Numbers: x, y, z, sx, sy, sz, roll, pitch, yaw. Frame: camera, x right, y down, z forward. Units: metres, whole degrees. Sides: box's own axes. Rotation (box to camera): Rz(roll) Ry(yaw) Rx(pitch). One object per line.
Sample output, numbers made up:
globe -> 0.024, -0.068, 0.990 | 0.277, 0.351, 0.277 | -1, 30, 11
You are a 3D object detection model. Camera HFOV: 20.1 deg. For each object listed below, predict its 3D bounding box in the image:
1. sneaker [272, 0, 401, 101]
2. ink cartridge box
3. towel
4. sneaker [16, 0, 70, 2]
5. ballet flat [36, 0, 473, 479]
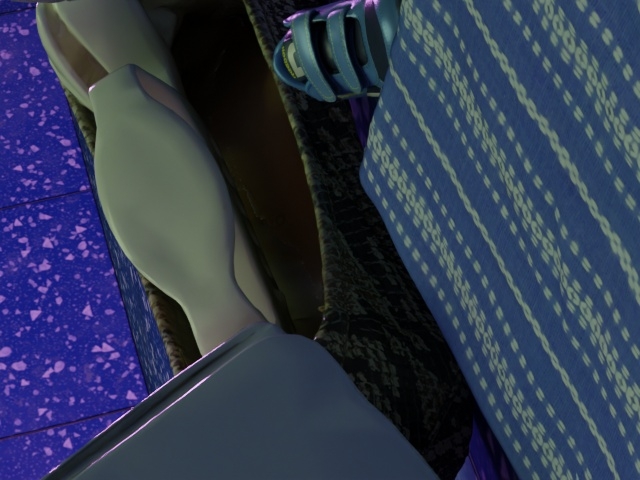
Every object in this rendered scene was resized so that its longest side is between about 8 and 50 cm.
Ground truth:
sneaker -> 0.016, -0.088, 0.839 | 0.144, 0.059, 0.053 | 175, 84, -79
ink cartridge box -> 0.004, 0.243, 0.751 | 0.279, 0.160, 0.384 | 46, 160, 20
towel -> 0.076, -0.030, 0.505 | 0.336, 0.040, 0.243 | 100, 150, -54
sneaker -> -0.047, -0.179, 0.634 | 0.366, 0.210, 0.137 | 122, 134, -76
ballet flat -> -0.064, -0.059, 0.973 | 0.182, 0.164, 0.482 | 34, -156, -46
